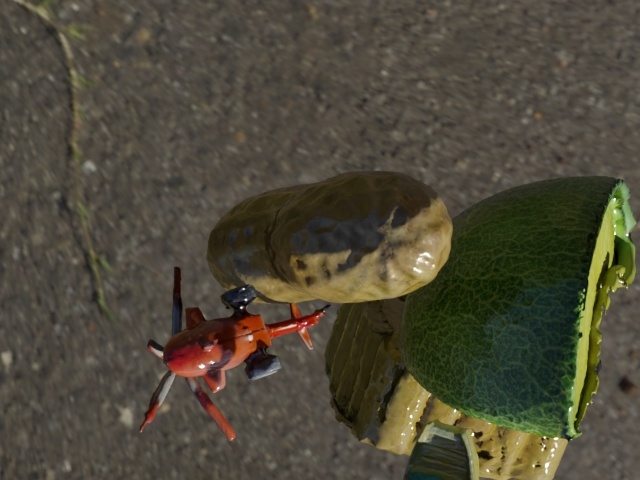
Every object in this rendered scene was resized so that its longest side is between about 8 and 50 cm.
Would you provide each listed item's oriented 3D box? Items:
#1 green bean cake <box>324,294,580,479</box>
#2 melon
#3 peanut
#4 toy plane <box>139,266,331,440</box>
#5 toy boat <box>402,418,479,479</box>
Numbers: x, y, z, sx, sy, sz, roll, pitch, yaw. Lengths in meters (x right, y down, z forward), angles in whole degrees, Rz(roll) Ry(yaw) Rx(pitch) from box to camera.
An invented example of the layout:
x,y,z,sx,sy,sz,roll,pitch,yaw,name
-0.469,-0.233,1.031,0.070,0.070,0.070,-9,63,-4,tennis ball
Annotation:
x,y,z,sx,sy,sz,roll,pitch,yaw,name
0.123,0.135,1.522,0.224,0.229,0.131,15,108,-15,green bean cake
0.148,0.022,1.213,0.169,0.265,0.129,3,125,20,melon
0.000,0.000,1.142,0.108,0.226,0.095,-8,92,-43,peanut
-0.051,0.079,1.114,0.194,0.077,0.126,19,57,-49,toy plane
0.087,0.227,1.248,0.065,0.066,0.172,19,106,21,toy boat
